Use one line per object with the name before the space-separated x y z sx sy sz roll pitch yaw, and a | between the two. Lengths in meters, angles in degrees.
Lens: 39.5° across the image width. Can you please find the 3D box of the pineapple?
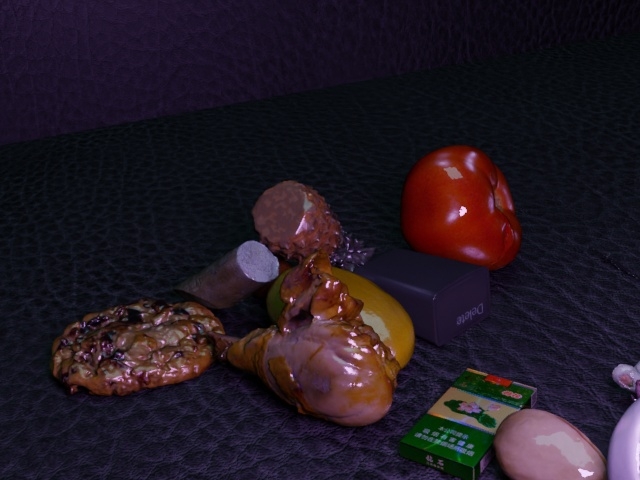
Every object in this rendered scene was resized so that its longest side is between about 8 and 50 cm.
pineapple | 0.000 0.000 1.883 0.169 0.169 0.340 13 -13 34

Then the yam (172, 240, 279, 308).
yam | -0.200 0.087 1.794 0.259 0.106 0.106 -32 4 40

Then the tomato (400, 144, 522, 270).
tomato | 0.288 -0.060 1.901 0.226 0.298 0.298 -24 14 31

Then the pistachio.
pistachio | 0.330 0.315 1.274 0.185 0.126 0.108 27 8 41

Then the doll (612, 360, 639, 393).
doll | 0.586 0.224 1.472 0.214 0.071 0.103 -4 32 -13

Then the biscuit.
biscuit | -0.354 0.192 1.721 0.334 0.081 0.289 -13 27 -20

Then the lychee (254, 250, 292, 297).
lychee | -0.107 0.086 1.884 0.101 0.140 0.114 -6 -14 10

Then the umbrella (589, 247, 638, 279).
umbrella | 0.628 0.048 1.903 0.022 0.022 0.149 7 23 -34

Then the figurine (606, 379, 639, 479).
figurine | 0.509 0.291 1.193 0.211 0.253 0.361 -42 -3 30

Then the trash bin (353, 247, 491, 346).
trash bin | 0.196 0.103 1.770 0.165 0.115 0.225 -26 28 -36

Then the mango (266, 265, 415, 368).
mango | 0.043 0.141 1.690 0.332 0.142 0.195 19 38 28

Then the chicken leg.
chicken leg | -0.040 0.158 1.547 0.409 0.295 0.182 1 4 42

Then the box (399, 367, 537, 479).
box | 0.241 0.291 1.437 0.132 0.034 0.235 13 30 34
